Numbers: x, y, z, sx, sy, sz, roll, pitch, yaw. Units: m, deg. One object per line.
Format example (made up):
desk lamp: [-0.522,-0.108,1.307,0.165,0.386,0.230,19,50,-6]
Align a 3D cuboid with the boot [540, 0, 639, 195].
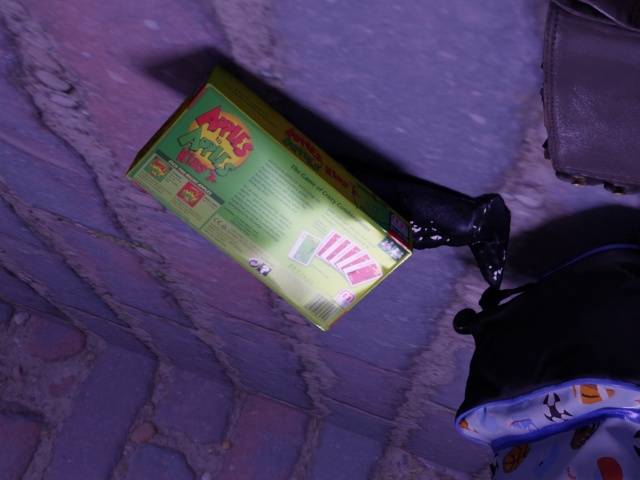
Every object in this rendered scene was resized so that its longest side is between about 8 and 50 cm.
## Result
boot: [0.220,-0.030,0.483,0.229,0.091,0.263,12,151,30]

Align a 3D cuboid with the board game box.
board game box: [-0.033,-0.027,0.713,0.181,0.043,0.092,39,114,-16]

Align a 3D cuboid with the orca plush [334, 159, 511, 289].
orca plush: [0.000,0.000,0.807,0.287,0.102,0.151,17,164,13]

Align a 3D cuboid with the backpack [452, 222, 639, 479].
backpack: [0.257,0.127,0.748,0.264,0.213,0.276,14,163,-15]
